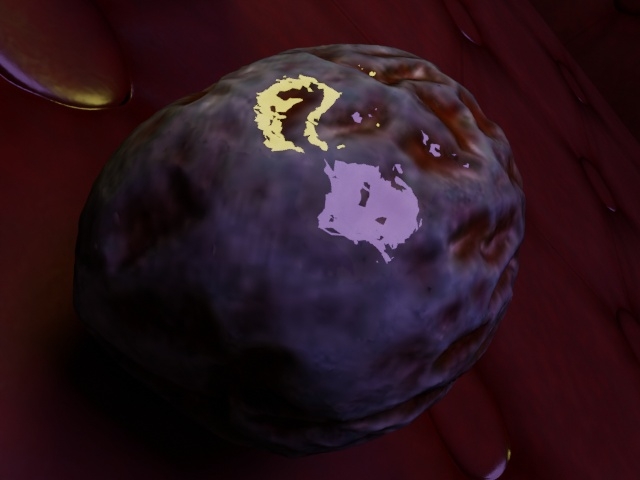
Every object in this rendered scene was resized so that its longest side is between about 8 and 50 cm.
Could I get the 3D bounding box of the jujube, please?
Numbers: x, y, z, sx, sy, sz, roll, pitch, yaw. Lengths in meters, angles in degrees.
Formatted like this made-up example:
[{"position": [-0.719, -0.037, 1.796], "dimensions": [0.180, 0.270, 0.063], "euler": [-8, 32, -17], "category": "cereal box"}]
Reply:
[{"position": [-0.002, -0.009, 0.474], "dimensions": [0.308, 0.246, 0.215], "euler": [-56, 153, -70], "category": "jujube"}]
